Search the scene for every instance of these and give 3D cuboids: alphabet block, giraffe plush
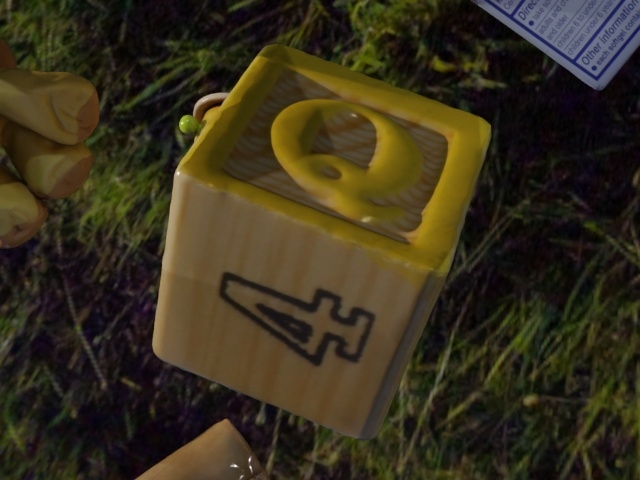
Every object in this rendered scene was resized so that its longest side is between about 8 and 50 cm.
[{"bbox_3d":[0.000,0.000,0.743,0.193,0.192,0.197,20,132,4],"label":"alphabet block"},{"bbox_3d":[-0.299,-0.118,0.781,0.181,0.170,0.210,-47,135,10],"label":"giraffe plush"}]

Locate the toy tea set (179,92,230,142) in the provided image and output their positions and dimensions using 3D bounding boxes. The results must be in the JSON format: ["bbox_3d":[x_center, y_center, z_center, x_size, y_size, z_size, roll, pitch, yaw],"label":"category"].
[{"bbox_3d":[0.023,-0.057,1.007,0.336,0.124,0.200,25,148,-27],"label":"toy tea set"}]

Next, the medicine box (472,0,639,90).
[{"bbox_3d":[0.190,-0.316,0.752,0.289,0.149,0.263,36,119,0],"label":"medicine box"}]

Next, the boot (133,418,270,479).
[{"bbox_3d":[-0.177,0.216,0.736,0.236,0.269,0.089,64,161,-12],"label":"boot"}]
